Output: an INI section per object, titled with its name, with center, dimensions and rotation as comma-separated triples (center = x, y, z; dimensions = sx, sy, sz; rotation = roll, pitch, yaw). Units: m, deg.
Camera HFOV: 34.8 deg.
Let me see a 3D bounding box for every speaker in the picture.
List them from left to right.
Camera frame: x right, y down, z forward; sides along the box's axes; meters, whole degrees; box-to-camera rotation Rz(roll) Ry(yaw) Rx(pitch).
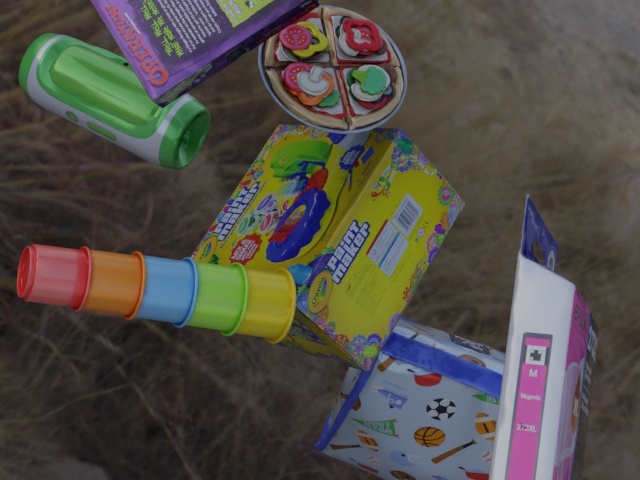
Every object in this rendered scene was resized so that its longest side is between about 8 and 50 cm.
[speaker]
center = -0.330, -0.224, 1.634
dimensions = 0.297, 0.131, 0.131
rotation = 27, 35, 12

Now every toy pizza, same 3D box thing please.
[toy pizza]
center = 0.019, -0.230, 1.327
dimensions = 0.201, 0.032, 0.201
rotation = 6, 63, -13

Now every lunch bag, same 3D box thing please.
[lunch bag]
center = 0.200, 0.277, 1.730
dimensions = 0.328, 0.385, 0.238
rotation = 21, 62, 1

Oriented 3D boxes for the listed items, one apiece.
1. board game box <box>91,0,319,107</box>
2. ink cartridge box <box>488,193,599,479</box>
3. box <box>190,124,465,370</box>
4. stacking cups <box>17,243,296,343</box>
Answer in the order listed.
[board game box]
center = -0.178, -0.342, 1.095
dimensions = 0.346, 0.208, 0.056
rotation = 59, 0, 7
[ink cartridge box]
center = 0.214, 0.158, 0.968
dimensions = 0.176, 0.069, 0.370
rotation = 38, 57, -62
[box]
center = 0.000, 0.000, 1.475
dimensions = 0.177, 0.279, 0.290
rotation = 44, 68, -34
[stacking cups]
center = -0.190, 0.059, 1.193
dimensions = 0.316, 0.096, 0.096
rotation = 9, 55, -25
